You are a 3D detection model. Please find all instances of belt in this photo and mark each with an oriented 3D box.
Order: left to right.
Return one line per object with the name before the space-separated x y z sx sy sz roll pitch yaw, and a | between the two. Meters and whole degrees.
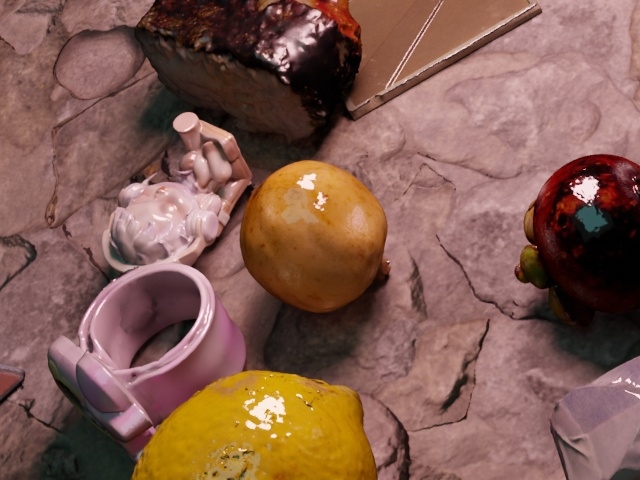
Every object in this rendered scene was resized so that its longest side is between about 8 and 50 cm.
belt | 0.399 0.176 1.281 0.347 0.212 0.117 -18 55 9

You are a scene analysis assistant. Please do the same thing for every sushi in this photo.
sushi | -0.099 -0.261 1.832 0.343 0.196 0.182 22 59 35

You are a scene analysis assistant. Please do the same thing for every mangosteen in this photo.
mangosteen | 0.300 0.003 1.482 0.200 0.200 0.199 -13 55 19

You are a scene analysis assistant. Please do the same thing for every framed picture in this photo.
framed picture | 0.132 -0.310 1.847 0.290 0.020 0.211 -30 51 6

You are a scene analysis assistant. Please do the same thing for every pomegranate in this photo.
pomegranate | 0.000 0.000 1.624 0.196 0.196 0.196 -13 55 19

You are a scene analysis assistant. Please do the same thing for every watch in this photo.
watch | -0.198 0.140 1.623 0.217 0.211 0.248 -43 42 -16

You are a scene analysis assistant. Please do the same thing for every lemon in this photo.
lemon | -0.070 0.273 1.426 0.258 0.258 0.310 36 84 38

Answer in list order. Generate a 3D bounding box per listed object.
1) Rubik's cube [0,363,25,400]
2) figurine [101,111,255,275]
Rubik's cube | -0.579 0.205 1.790 0.233 0.229 0.228 47 130 5
figurine | -0.196 -0.041 1.757 0.162 0.141 0.236 30 76 39
